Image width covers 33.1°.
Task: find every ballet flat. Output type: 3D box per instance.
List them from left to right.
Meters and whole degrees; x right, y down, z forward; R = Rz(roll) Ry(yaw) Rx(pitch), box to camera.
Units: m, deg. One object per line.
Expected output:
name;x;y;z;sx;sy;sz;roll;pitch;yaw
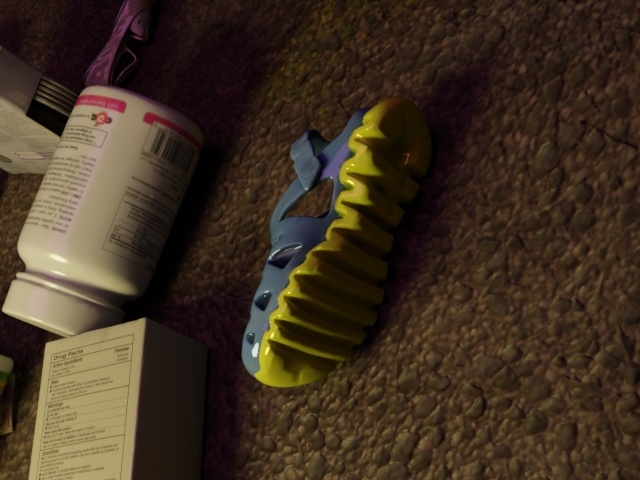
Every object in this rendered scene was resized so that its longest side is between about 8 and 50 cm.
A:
ballet flat;-0.264;-0.271;1.478;0.052;0.057;0.168;29;91;15

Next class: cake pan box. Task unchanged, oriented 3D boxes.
cake pan box;-0.407;-0.162;1.393;0.267;0.246;0.070;4;72;39

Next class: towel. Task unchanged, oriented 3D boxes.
towel;-0.412;0.213;1.372;0.060;0.009;0.083;-27;54;26

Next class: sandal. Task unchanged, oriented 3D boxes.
sandal;0.000;0.000;1.096;0.138;0.126;0.317;8;66;43

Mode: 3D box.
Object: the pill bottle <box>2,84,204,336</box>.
pill bottle;-0.258;-0.025;1.269;0.160;0.160;0.283;10;75;40

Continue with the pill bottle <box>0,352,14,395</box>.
pill bottle;-0.487;0.236;1.318;0.136;0.136;0.245;13;77;41

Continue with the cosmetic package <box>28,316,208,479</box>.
cosmetic package;-0.218;0.254;1.134;0.160;0.113;0.309;-15;60;32
